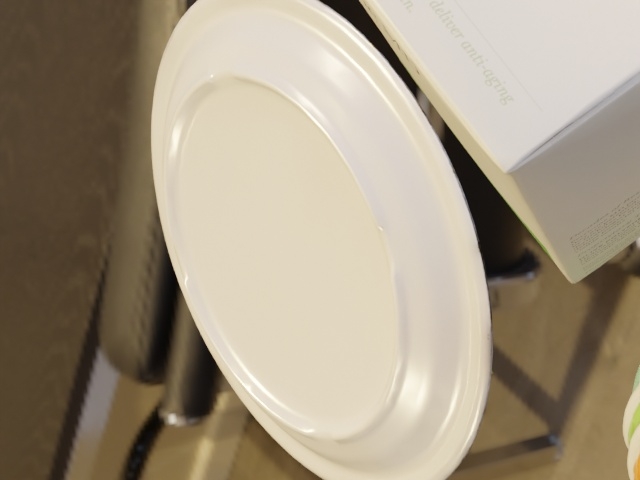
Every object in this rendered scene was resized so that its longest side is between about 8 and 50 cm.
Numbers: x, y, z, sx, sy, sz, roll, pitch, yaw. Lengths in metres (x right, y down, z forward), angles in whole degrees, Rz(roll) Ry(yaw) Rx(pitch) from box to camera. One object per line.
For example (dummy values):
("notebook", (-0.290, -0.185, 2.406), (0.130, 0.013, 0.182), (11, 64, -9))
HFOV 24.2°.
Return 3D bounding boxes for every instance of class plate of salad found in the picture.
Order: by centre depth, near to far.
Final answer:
("plate of salad", (0.000, 0.000, 0.555), (0.200, 0.048, 0.199), (32, 133, 43))

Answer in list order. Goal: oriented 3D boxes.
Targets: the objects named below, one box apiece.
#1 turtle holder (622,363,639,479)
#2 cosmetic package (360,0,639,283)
("turtle holder", (0.328, 0.088, 0.886), (0.320, 0.227, 0.243), (-38, 46, 21))
("cosmetic package", (0.129, -0.115, 0.828), (0.155, 0.365, 0.197), (-37, 73, 7))
